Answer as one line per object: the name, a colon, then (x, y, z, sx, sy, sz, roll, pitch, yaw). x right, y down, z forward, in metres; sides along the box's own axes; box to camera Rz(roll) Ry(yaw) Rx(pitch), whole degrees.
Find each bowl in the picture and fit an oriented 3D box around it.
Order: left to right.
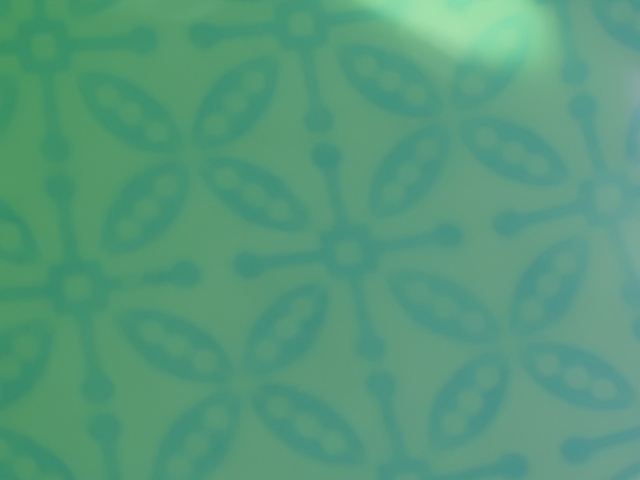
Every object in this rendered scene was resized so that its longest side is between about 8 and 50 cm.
bowl: (0.000, 0.000, 0.322, 0.156, 0.289, 0.289, 112, 174, -63)
